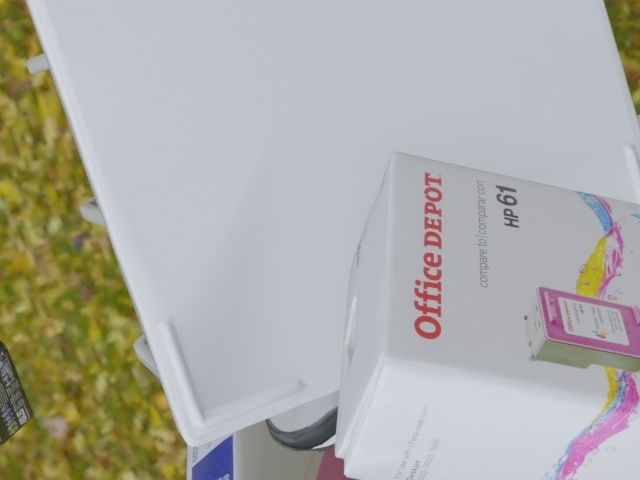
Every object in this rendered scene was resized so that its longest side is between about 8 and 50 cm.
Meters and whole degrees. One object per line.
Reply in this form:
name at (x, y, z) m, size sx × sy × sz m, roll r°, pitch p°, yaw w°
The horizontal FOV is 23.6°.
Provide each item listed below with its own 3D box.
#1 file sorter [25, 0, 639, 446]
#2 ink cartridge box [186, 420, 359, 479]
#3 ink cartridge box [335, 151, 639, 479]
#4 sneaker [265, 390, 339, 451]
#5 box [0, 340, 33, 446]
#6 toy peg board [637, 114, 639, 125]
file sorter at (-0.023, -0.099, 0.594) m, size 0.173 × 0.192 × 0.278 m, roll -163°, pitch 53°, yaw -73°
ink cartridge box at (0.034, 0.232, 1.188) m, size 0.330 × 0.324 × 0.071 m, roll 38°, pitch 112°, yaw -24°
ink cartridge box at (0.070, 0.031, 0.441) m, size 0.089 × 0.122 × 0.052 m, roll -86°, pitch 9°, yaw -49°
sneaker at (0.000, 0.000, 0.825) m, size 0.100 × 0.108 × 0.272 m, roll 55°, pitch 140°, yaw 47°
box at (-0.366, 0.186, 1.465) m, size 0.045 × 0.184 × 0.191 m, roll 43°, pitch 160°, yaw 18°
toy peg board at (0.235, -0.028, 1.204) m, size 0.161 × 0.079 × 0.161 m, roll -26°, pitch 60°, yaw 26°
